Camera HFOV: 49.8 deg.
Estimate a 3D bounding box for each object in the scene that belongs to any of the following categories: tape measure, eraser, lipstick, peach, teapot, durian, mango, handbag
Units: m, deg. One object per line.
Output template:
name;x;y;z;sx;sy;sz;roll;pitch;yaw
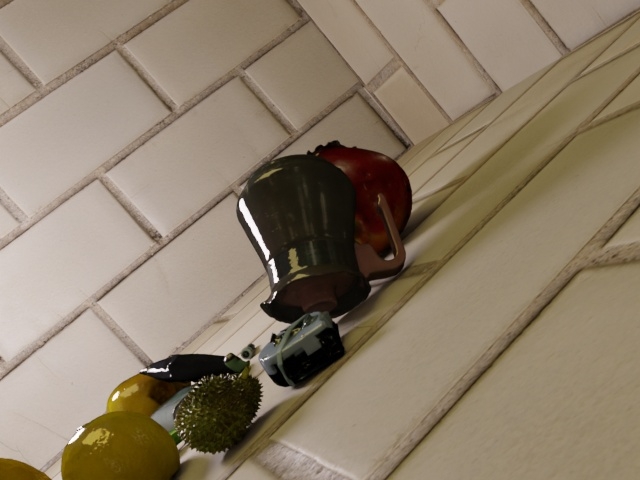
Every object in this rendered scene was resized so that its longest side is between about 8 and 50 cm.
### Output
tape measure;-0.042;0.226;1.456;0.181;0.107;0.182;-33;8;1
eraser;-0.363;0.453;1.878;0.174;0.081;0.227;-41;4;-35
lipstick;-0.218;0.333;2.108;0.037;0.037;0.116;-39;2;6
peach;0.094;-0.107;2.042;0.416;0.353;0.339;-77;-3;-65
teapot;0.000;0.000;1.662;0.376;0.361;0.305;-10;-29;-6
durian;-0.200;0.344;1.395;0.198;0.146;0.159;-37;-13;-33
mango;-0.514;0.477;2.119;0.253;0.182;0.365;-30;3;12
handbag;-0.364;0.366;1.968;0.254;0.088;0.211;6;-17;-37

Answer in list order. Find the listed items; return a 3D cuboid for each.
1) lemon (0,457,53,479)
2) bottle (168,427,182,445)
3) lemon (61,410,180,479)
lemon;-0.686;0.615;1.424;0.364;0.364;0.364;-39;6;5
bottle;-0.386;0.506;1.677;0.187;0.069;0.069;-40;6;-17
lemon;-0.446;0.482;1.503;0.240;0.219;0.240;-44;4;4
